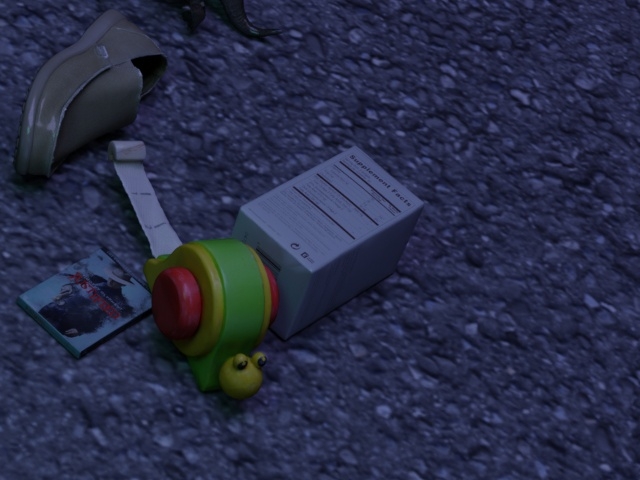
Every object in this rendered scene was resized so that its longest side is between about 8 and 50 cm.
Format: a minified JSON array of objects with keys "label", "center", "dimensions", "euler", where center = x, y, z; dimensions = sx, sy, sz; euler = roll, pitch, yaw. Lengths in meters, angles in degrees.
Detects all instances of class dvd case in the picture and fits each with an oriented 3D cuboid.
[{"label":"dvd case","center":[-0.220,0.058,1.848],"dimensions":[0.087,0.013,0.119],"euler":[41,44,18]}]

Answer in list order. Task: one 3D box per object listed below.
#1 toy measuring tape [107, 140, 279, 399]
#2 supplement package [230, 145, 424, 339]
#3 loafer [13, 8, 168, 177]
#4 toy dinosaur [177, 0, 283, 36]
[{"label":"toy measuring tape","center":[-0.122,0.005,1.853],"dimensions":[0.121,0.121,0.330],"euler":[-7,56,-29]},{"label":"supplement package","center":[0.000,0.000,1.935],"dimensions":[0.105,0.105,0.179],"euler":[41,45,21]},{"label":"loafer","center":[-0.233,-0.151,1.987],"dimensions":[0.092,0.102,0.268],"euler":[21,42,6]},{"label":"toy dinosaur","center":[-0.173,-0.338,2.191],"dimensions":[0.314,0.121,0.160],"euler":[21,56,4]}]
